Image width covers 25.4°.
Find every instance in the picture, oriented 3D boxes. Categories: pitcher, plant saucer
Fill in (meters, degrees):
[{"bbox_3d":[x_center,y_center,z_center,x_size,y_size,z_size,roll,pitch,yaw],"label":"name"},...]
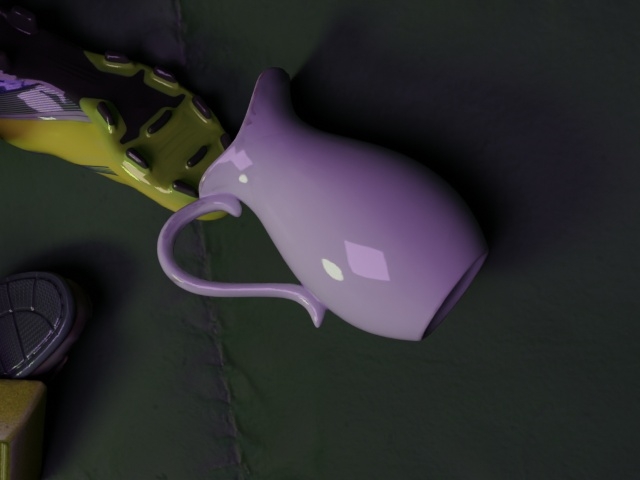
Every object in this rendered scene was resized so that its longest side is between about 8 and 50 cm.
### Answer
[{"bbox_3d":[0.000,0.000,1.035,0.207,0.125,0.178,36,87,12],"label":"pitcher"},{"bbox_3d":[-0.338,0.187,1.244,0.188,0.045,0.188,3,143,-11],"label":"plant saucer"}]

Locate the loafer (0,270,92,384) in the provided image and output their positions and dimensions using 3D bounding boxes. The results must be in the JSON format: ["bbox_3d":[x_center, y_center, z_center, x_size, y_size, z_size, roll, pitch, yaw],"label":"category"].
[{"bbox_3d":[-0.291,0.107,1.274,0.267,0.084,0.096,-32,63,28],"label":"loafer"}]

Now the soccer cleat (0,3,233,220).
[{"bbox_3d":[-0.186,-0.097,1.138,0.289,0.093,0.121,29,150,7],"label":"soccer cleat"}]
